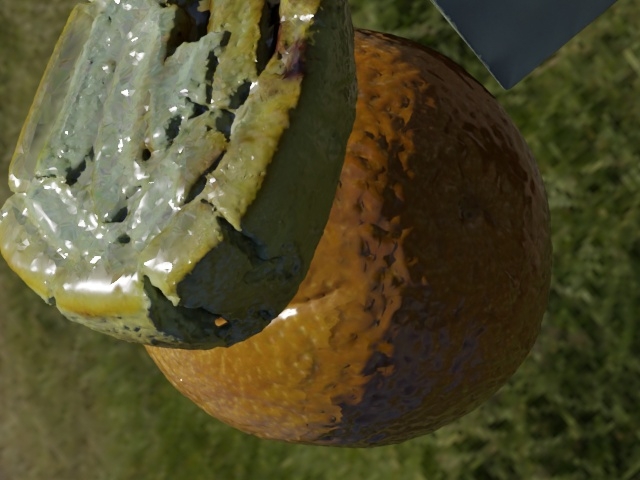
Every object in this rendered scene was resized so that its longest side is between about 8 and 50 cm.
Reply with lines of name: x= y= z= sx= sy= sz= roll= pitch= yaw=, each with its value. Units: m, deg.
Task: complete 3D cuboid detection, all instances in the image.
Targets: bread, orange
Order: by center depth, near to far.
bread: x=-0.049 y=-0.040 z=0.613 sx=0.117 sy=0.156 sz=0.064 roll=7 pitch=164 yaw=29
orange: x=0.000 y=0.000 z=1.314 sx=0.357 sy=0.322 sz=0.322 roll=-5 pitch=116 yaw=59

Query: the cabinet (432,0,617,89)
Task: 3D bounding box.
cabinet: x=0.144 y=-0.270 z=1.547 sx=0.150 sy=0.145 sz=0.206 roll=45 pitch=-171 yaw=-35
